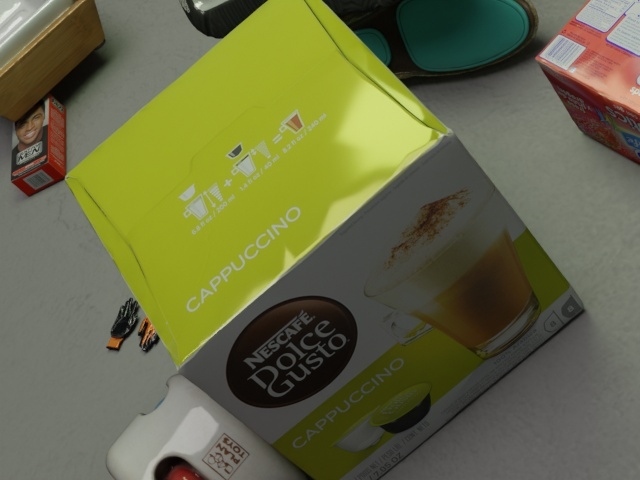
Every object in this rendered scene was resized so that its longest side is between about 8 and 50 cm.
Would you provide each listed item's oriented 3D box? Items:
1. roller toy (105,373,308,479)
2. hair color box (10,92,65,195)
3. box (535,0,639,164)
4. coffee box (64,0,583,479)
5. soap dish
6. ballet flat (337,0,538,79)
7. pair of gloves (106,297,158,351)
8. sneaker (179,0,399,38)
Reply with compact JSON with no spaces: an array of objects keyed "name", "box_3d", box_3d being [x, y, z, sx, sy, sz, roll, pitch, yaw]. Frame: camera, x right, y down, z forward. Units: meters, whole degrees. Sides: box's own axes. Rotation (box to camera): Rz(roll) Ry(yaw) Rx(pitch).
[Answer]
[{"name":"roller toy","box_3d":[-0.114,0.240,1.526,0.146,0.191,0.209,-50,45,-7]},{"name":"hair color box","box_3d":[-0.411,-0.140,2.110,0.072,0.043,0.141,-25,47,19]},{"name":"box","box_3d":[0.392,-0.149,1.495,0.154,0.142,0.300,-48,46,-5]},{"name":"coffee box","box_3d":[0.000,0.000,1.521,0.337,0.334,0.338,-41,45,3]},{"name":"soap dish","box_3d":[-0.464,-0.306,2.180,0.229,0.118,0.291,-45,35,-8]},{"name":"ballet flat","box_3d":[0.107,-0.258,1.802,0.348,0.123,0.123,-13,52,24]},{"name":"pair of gloves","box_3d":[-0.231,0.106,1.832,0.083,0.010,0.074,-3,59,36]},{"name":"sneaker","box_3d":[0.040,-0.383,1.800,0.447,0.169,0.257,-5,21,46]}]
